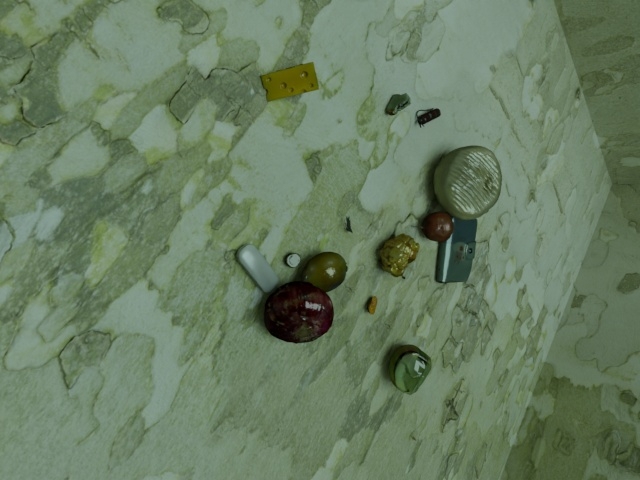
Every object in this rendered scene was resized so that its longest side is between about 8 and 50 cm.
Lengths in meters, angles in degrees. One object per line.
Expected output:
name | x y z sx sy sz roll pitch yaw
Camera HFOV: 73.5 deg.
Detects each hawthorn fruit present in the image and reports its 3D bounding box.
hawthorn fruit | 0.542 -0.057 2.010 0.189 0.149 0.149 -23 109 -35

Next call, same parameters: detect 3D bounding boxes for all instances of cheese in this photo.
cheese | -0.113 -0.540 1.466 0.171 0.126 0.093 -21 115 -17

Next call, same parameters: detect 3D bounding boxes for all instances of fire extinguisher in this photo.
fire extinguisher | 0.489 -0.574 1.977 0.157 0.045 0.078 -32 86 -32

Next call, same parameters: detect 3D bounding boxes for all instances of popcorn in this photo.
popcorn | 0.333 0.053 1.859 0.194 0.140 0.163 -54 133 -9

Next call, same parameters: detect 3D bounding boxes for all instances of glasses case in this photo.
glasses case | -0.213 0.096 1.465 0.076 0.049 0.197 -48 122 -25

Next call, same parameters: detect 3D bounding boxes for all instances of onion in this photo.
onion | -0.077 0.250 1.494 0.247 0.190 0.246 -6 125 -9

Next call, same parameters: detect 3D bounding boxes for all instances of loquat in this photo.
loquat | 0.011 0.120 1.590 0.195 0.152 0.152 -16 105 -21

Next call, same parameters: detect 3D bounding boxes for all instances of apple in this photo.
apple | 0.401 0.578 1.945 0.207 0.174 0.188 23 100 -40

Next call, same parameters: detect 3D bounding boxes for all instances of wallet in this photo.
wallet | 0.702 0.042 2.193 0.252 0.083 0.359 4 94 -34

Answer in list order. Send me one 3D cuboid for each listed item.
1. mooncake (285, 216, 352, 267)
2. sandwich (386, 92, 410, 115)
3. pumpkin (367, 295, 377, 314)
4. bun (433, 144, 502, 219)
mooncake | 0.009 0.000 1.634 0.347 0.057 0.150 -12 100 -36
sandwich | 0.330 -0.574 1.812 0.036 0.093 0.104 45 69 -41
pumpkin | 0.220 0.279 1.854 0.050 0.028 0.083 50 56 -33
bun | 0.684 -0.277 2.046 0.326 0.234 0.361 14 88 -20
